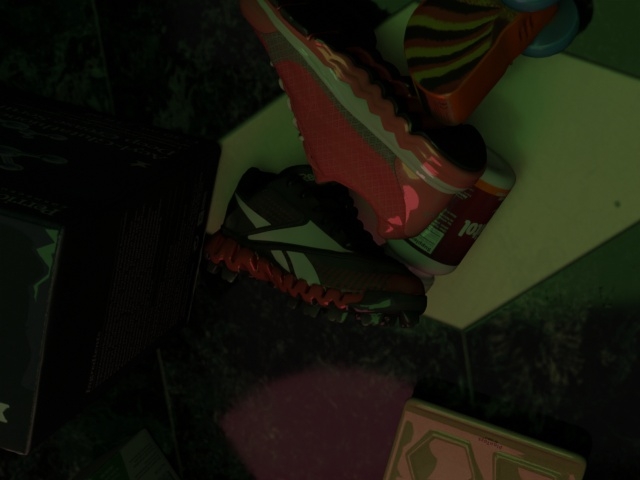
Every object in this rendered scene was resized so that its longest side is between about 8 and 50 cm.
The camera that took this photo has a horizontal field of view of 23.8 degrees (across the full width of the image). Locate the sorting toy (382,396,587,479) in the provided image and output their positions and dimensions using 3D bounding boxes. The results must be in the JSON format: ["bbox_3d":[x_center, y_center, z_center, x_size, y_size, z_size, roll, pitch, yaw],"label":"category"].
[{"bbox_3d":[0.156,0.275,1.565,0.193,0.038,0.208,18,112,11],"label":"sorting toy"}]

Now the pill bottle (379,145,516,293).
[{"bbox_3d":[0.115,-0.023,1.472,0.086,0.086,0.152,35,111,5],"label":"pill bottle"}]

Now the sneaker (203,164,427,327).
[{"bbox_3d":[0.000,0.000,1.463,0.276,0.097,0.135,21,97,44],"label":"sneaker"}]

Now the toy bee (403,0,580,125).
[{"bbox_3d":[0.174,-0.242,1.382,0.162,0.298,0.195,45,151,30],"label":"toy bee"}]

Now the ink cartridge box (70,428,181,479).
[{"bbox_3d":[-0.185,0.327,1.608,0.087,0.153,0.208,-33,92,21],"label":"ink cartridge box"}]

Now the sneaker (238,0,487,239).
[{"bbox_3d":[0.009,-0.125,1.428,0.314,0.116,0.136,48,121,24],"label":"sneaker"}]

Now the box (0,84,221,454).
[{"bbox_3d":[-0.306,0.003,1.433,0.293,0.395,0.212,15,108,11],"label":"box"}]
